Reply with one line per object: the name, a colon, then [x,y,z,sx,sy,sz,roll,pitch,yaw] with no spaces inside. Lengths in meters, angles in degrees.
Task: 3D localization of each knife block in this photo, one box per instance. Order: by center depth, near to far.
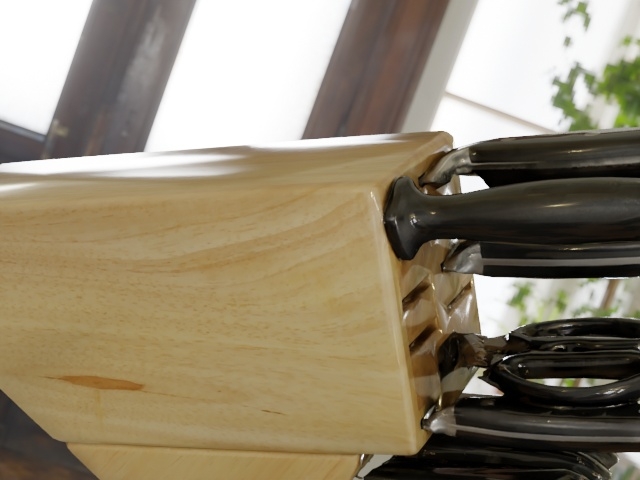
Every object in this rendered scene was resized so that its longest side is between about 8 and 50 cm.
knife block: [0.000,0.000,0.459,0.275,0.242,0.088,41,27,7]
